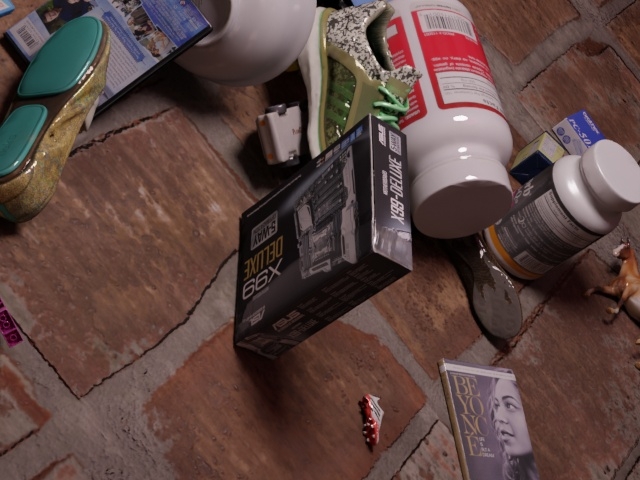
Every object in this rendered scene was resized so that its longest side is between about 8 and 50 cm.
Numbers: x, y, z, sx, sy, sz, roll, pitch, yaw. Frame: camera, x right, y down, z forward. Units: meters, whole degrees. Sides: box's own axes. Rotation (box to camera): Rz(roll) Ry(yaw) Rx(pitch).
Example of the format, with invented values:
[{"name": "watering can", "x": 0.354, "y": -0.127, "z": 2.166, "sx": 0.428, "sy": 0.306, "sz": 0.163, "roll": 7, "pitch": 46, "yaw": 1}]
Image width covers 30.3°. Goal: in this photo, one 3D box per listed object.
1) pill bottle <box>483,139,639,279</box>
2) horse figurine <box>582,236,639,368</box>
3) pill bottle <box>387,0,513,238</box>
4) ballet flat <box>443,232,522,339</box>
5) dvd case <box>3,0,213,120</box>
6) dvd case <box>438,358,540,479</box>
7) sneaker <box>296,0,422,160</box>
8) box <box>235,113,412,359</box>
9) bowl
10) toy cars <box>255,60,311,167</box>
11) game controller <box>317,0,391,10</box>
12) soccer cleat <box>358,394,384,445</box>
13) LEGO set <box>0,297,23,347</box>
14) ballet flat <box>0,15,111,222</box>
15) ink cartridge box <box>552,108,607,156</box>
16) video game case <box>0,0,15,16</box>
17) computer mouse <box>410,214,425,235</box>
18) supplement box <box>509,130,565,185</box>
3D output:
[{"name": "pill bottle", "x": 0.442, "y": -0.056, "z": 2.143, "sx": 0.162, "sy": 0.278, "sz": 0.162, "roll": 24, "pitch": 47, "yaw": -28}, {"name": "horse figurine", "x": 0.628, "y": 0.141, "z": 2.326, "sx": 0.263, "sy": 0.066, "sz": 0.174, "roll": 52, "pitch": 47, "yaw": 5}, {"name": "pill bottle", "x": 0.204, "y": -0.218, "z": 2.077, "sx": 0.229, "sy": 0.229, "sz": 0.407, "roll": 14, "pitch": 50, "yaw": -34}, {"name": "ballet flat", "x": 0.283, "y": 0.062, "z": 2.083, "sx": 0.249, "sy": 0.084, "sz": 0.058, "roll": 62, "pitch": 7, "yaw": 17}, {"name": "dvd case", "x": -0.311, "y": -0.306, "z": 1.735, "sx": 0.253, "sy": 0.022, "sz": 0.180, "roll": -38, "pitch": 89, "yaw": -6}, {"name": "dvd case", "x": 0.279, "y": 0.304, "z": 1.934, "sx": 0.165, "sy": 0.018, "sz": 0.221, "roll": 13, "pitch": 53, "yaw": -35}, {"name": "sneaker", "x": 0.080, "y": -0.216, "z": 1.904, "sx": 0.158, "sy": 0.182, "sz": 0.410, "roll": 8, "pitch": 66, "yaw": -58}, {"name": "box", "x": 0.000, "y": 0.000, "z": 1.694, "sx": 0.077, "sy": 0.307, "sz": 0.242, "roll": 27, "pitch": 47, "yaw": -30}, {"name": "bowl", "x": -0.165, "y": -0.374, "z": 1.814, "sx": 0.298, "sy": 0.298, "sz": 0.134, "roll": 52, "pitch": 28, "yaw": 2}, {"name": "toy cars", "x": -0.055, "y": -0.253, "z": 1.993, "sx": 0.176, "sy": 0.087, "sz": 0.393, "roll": 56, "pitch": 33, "yaw": -43}, {"name": "game controller", "x": 0.116, "y": -0.448, "z": 2.303, "sx": 0.319, "sy": 0.067, "sz": 0.166, "roll": 5, "pitch": 58, "yaw": -40}, {"name": "soccer cleat", "x": 0.082, "y": 0.270, "z": 1.778, "sx": 0.036, "sy": 0.029, "sz": 0.083, "roll": 12, "pitch": 49, "yaw": -30}, {"name": "LEGO set", "x": -0.458, "y": 0.035, "z": 1.432, "sx": 0.087, "sy": 0.093, "sz": 0.227, "roll": -29, "pitch": 111, "yaw": -15}, {"name": "ballet flat", "x": -0.372, "y": -0.164, "z": 1.634, "sx": 0.123, "sy": 0.123, "sz": 0.348, "roll": 34, "pitch": 49, "yaw": -18}, {"name": "ink cartridge box", "x": 0.593, "y": -0.179, "z": 2.540, "sx": 0.097, "sy": 0.046, "sz": 0.207, "roll": -26, "pitch": 79, "yaw": -49}, {"name": "video game case", "x": -0.537, "y": -0.356, "z": 1.702, "sx": 0.119, "sy": 0.015, "sz": 0.166, "roll": 51, "pitch": 41, "yaw": 1}, {"name": "computer mouse", "x": 0.112, "y": -0.063, "z": 2.039, "sx": 0.242, "sy": 0.041, "sz": 0.071, "roll": 18, "pitch": 50, "yaw": -32}, {"name": "supplement box", "x": 0.433, "y": -0.160, "z": 2.358, "sx": 0.056, "sy": 0.083, "sz": 0.083, "roll": 42, "pitch": 43, "yaw": -10}]
